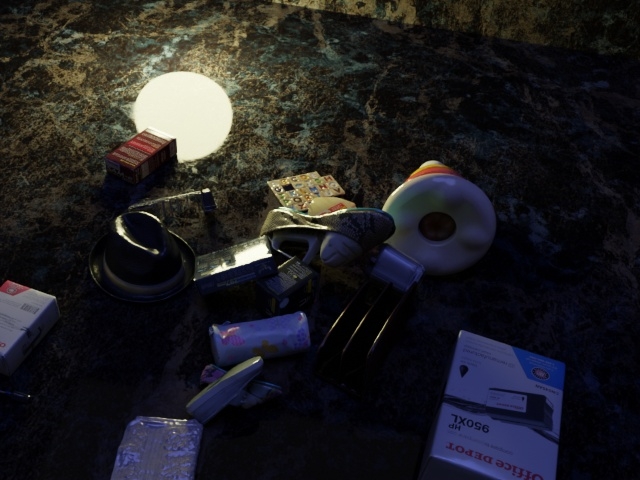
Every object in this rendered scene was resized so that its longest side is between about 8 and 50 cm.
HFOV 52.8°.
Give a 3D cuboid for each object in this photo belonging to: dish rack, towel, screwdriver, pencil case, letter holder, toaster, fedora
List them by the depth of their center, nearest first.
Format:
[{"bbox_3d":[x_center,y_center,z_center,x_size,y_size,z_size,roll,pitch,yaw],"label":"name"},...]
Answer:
[{"bbox_3d":[-0.378,0.534,1.478,0.187,0.049,0.282,4,44,-3],"label":"towel"},{"bbox_3d":[-0.793,0.372,1.604,0.170,0.024,0.025,17,74,12],"label":"screwdriver"},{"bbox_3d":[-0.164,0.264,1.744,0.273,0.113,0.124,-6,28,-14],"label":"pencil case"},{"bbox_3d":[0.126,0.231,1.746,0.152,0.214,0.302,25,46,17],"label":"letter holder"},{"bbox_3d":[-0.529,0.025,1.909,0.334,0.152,0.334,4,44,-4],"label":"fedora"},{"bbox_3d":[0.225,0.096,1.911,0.146,0.227,0.129,29,82,13],"label":"toaster"},{"bbox_3d":[-0.469,-0.112,2.058,0.271,0.074,0.208,-12,7,-10],"label":"dish rack"}]

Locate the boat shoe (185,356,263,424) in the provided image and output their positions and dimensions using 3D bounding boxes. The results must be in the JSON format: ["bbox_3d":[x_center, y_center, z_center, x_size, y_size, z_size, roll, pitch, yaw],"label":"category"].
[{"bbox_3d":[-0.222,0.374,1.593,0.227,0.081,0.079,-36,6,5],"label":"boat shoe"}]

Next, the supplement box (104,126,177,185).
[{"bbox_3d":[-0.633,-0.303,2.293,0.130,0.073,0.239,24,45,17],"label":"supplement box"}]

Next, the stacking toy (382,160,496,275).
[{"bbox_3d":[0.386,-0.142,2.134,0.350,0.351,0.480,11,32,3],"label":"stacking toy"}]

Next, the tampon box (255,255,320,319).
[{"bbox_3d":[-0.096,0.148,1.867,0.101,0.120,0.161,36,50,28],"label":"tampon box"}]

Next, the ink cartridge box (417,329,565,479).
[{"bbox_3d":[0.429,0.453,1.594,0.285,0.166,0.395,17,45,10],"label":"ink cartridge box"}]

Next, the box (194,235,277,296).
[{"bbox_3d":[-0.250,0.071,1.883,0.232,0.059,0.183,-18,21,-4],"label":"box"}]

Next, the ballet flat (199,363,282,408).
[{"bbox_3d":[-0.208,0.383,1.651,0.221,0.077,0.079,15,62,14],"label":"ballet flat"}]

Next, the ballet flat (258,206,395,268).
[{"bbox_3d":[0.000,0.000,1.934,0.482,0.164,0.182,5,57,40],"label":"ballet flat"}]

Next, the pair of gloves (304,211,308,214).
[{"bbox_3d":[0.036,-0.059,2.174,0.198,0.023,0.159,23,45,15],"label":"pair of gloves"}]

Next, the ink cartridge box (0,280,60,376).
[{"bbox_3d":[-0.821,0.229,1.698,0.158,0.092,0.218,17,43,10],"label":"ink cartridge box"}]

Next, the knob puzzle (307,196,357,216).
[{"bbox_3d":[0.042,-0.077,2.156,0.213,0.030,0.213,4,46,-5],"label":"knob puzzle"}]

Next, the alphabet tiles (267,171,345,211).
[{"bbox_3d":[-0.043,-0.175,2.282,0.237,0.009,0.198,-15,43,-22],"label":"alphabet tiles"}]
